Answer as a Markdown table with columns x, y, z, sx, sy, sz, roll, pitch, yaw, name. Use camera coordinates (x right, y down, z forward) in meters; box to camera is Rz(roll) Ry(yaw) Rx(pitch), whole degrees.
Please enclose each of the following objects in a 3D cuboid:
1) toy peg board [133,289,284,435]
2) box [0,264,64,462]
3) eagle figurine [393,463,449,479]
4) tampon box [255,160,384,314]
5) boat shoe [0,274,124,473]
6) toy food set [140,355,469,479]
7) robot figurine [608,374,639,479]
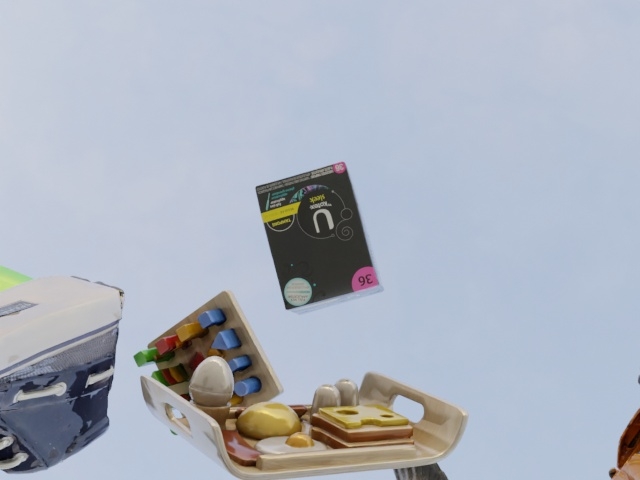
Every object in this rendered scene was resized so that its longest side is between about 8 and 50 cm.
| x | y | z | sx | sy | sz | roll | pitch | yaw | name |
| --- | --- | --- | --- | --- | --- | --- | --- | --- | --- |
| -0.162 | 0.178 | 1.510 | 0.160 | 0.079 | 0.161 | -35 | -102 | 26 | toy peg board |
| -0.454 | 0.167 | 1.603 | 0.262 | 0.127 | 0.231 | 20 | -47 | 8 | box |
| 0.128 | 0.424 | 1.426 | 0.298 | 0.225 | 0.226 | 43 | -117 | -27 | eagle figurine |
| 0.000 | 0.000 | 1.402 | 0.120 | 0.101 | 0.161 | -16 | -99 | 5 | tampon box |
| -0.291 | 0.139 | 0.939 | 0.127 | 0.340 | 0.158 | 12 | -75 | 31 | boat shoe |
| -0.021 | 0.181 | 1.229 | 0.306 | 0.219 | 0.092 | 1 | -84 | -28 | toy food set |
| 0.329 | 0.169 | 0.866 | 0.211 | 0.291 | 0.085 | 36 | -120 | 16 | robot figurine |
